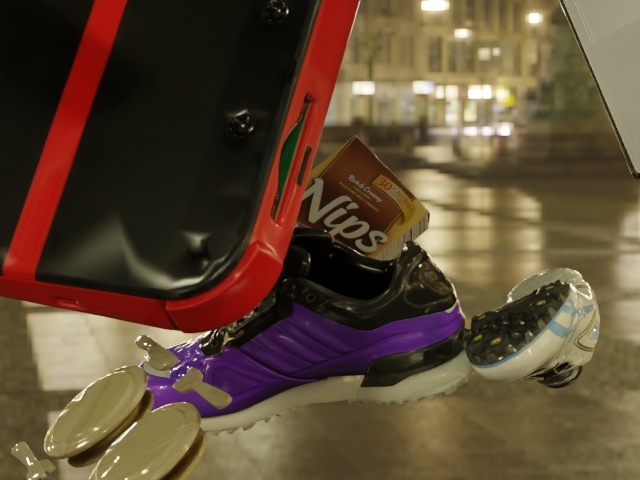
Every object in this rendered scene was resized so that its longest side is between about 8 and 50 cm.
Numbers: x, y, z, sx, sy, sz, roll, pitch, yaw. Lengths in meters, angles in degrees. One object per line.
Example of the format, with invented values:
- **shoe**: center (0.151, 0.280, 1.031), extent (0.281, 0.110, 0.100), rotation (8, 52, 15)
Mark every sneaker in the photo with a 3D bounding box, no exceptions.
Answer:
- **sneaker**: center (0.167, 0.075, 1.114), extent (0.085, 0.086, 0.237), rotation (-23, -1, 20)
- **sneaker**: center (-0.028, 0.060, 1.194), extent (0.293, 0.146, 0.102), rotation (-11, 25, 20)

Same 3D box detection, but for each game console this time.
- **game console**: center (-0.154, -0.132, 1.154), extent (0.342, 0.386, 0.060), rotation (8, -19, 23)

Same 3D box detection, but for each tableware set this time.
- **tableware set**: center (-0.126, 0.136, 0.991), extent (0.128, 0.039, 0.194), rotation (-42, 22, -13)

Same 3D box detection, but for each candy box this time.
- **candy box**: center (0.000, 0.000, 1.429), extent (0.187, 0.109, 0.053), rotation (-40, -17, -11)

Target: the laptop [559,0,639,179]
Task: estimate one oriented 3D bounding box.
- **laptop**: center (0.357, -0.334, 1.310), extent (0.408, 0.381, 0.236), rotation (-28, -28, 21)
